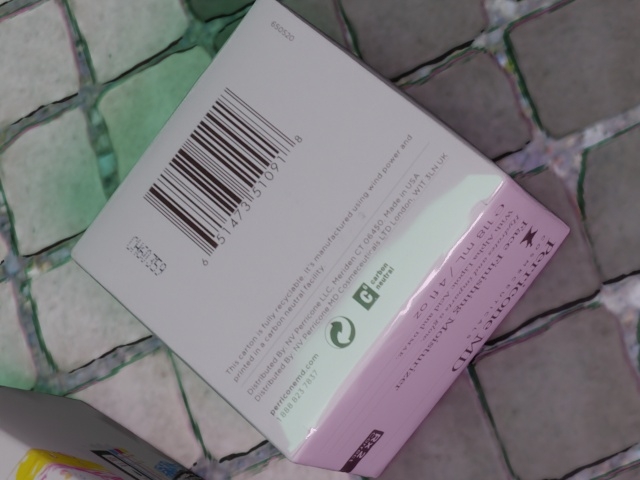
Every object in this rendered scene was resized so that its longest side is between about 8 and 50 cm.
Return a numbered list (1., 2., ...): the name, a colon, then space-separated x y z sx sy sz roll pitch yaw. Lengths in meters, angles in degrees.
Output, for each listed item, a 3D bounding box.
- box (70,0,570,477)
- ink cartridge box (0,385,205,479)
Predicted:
1. box: 0.000 0.000 0.965 0.182 0.119 0.181 40 96 25
2. ink cartridge box: -0.126 0.201 0.951 0.232 0.168 0.171 27 92 27
